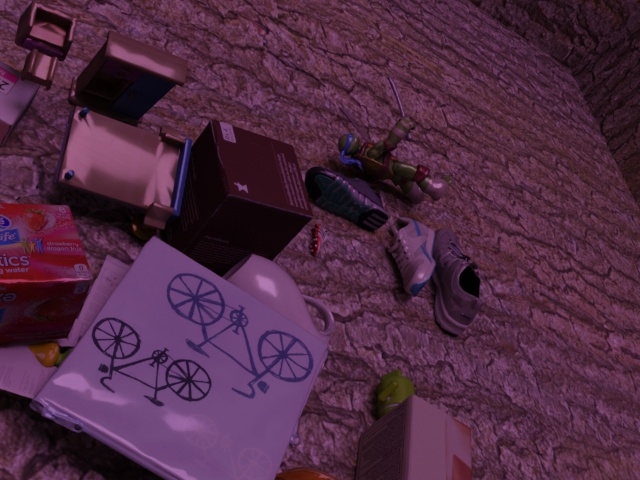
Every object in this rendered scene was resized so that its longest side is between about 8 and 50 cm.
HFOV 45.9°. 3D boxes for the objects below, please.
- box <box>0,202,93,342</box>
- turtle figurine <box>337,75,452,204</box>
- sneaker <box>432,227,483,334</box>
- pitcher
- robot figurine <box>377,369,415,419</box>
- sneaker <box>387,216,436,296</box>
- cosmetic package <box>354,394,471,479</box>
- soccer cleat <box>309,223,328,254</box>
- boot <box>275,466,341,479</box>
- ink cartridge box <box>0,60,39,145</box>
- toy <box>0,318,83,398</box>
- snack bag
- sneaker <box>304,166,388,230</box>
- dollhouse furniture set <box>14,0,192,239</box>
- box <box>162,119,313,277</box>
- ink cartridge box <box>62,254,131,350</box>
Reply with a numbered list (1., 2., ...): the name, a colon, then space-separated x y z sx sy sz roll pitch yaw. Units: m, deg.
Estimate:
1. box: -0.415 0.039 0.877 0.257 0.122 0.128 0 49 -38
2. turtle figurine: 0.179 -0.219 1.760 0.266 0.198 0.274 35 40 -20
3. sneaker: 0.309 0.072 1.659 0.105 0.115 0.281 24 40 -26
4. pitcher: -0.066 0.113 1.248 0.207 0.125 0.178 49 31 -10
5. robot figurine: 0.132 0.283 1.311 0.101 0.067 0.115 51 27 -35
6. sneaker: 0.190 0.034 1.617 0.092 0.087 0.228 27 31 -11
7. cosmetic package: 0.134 0.402 1.121 0.129 0.153 0.296 32 38 -15
8. soccer cleat: 0.000 0.000 1.503 0.036 0.029 0.083 25 35 -19
9. boot: -0.072 0.395 0.983 0.295 0.104 0.211 27 44 -15
10. ink cartridge box: -0.593 -0.227 1.121 0.275 0.060 0.239 30 36 -20
11. toy: -0.427 0.122 0.930 0.237 0.056 0.137 21 39 -19
12. snack bag: -0.162 0.182 1.018 0.323 0.037 0.342 33 40 -8
13. sneaker: 0.050 -0.107 1.623 0.224 0.083 0.098 33 35 -33
14. dollhouse furniture set: -0.381 -0.165 1.230 0.286 0.198 0.303 16 67 -31
15. box: -0.149 -0.058 1.263 0.167 0.203 0.168 14 45 -36
16. ink cartridge box: -0.281 0.117 1.105 0.145 0.045 0.179 30 28 -18
